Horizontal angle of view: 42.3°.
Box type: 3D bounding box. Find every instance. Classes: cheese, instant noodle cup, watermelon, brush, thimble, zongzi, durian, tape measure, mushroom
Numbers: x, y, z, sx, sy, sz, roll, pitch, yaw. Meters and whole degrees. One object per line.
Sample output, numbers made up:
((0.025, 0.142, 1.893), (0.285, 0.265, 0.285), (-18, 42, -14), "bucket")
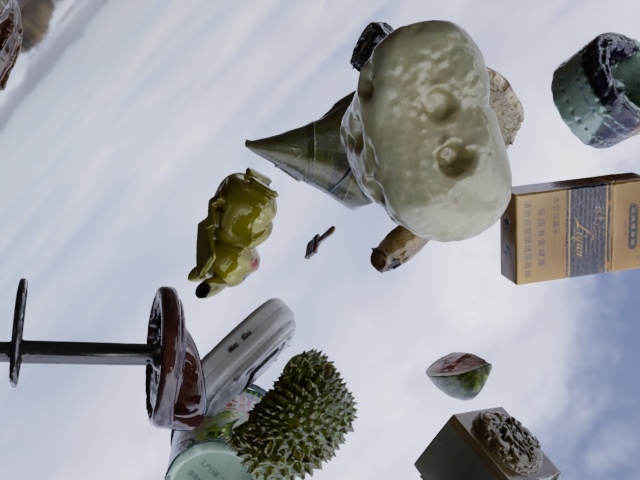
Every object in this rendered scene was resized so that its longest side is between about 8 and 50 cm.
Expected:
((0.137, -0.126, 1.031), (0.173, 0.248, 0.251), (-18, 156, -17), "cheese")
((-0.193, 0.452, 1.654), (0.284, 0.284, 0.312), (-50, -178, 2), "instant noodle cup")
((0.241, 0.246, 1.448), (0.086, 0.069, 0.163), (-25, -175, -11), "watermelon")
((0.000, 0.000, 1.686), (0.170, 0.014, 0.043), (140, -37, -65), "brush")
((0.608, -0.320, 1.747), (0.150, 0.237, 0.237), (-31, -151, 49), "thimble")
((0.009, -0.221, 1.595), (0.125, 0.274, 0.251), (-26, -138, 61), "zongzi")
((-0.046, 0.314, 1.421), (0.237, 0.200, 0.176), (-36, -126, -2), "durian")
((0.085, -0.305, 1.319), (0.091, 0.054, 0.094), (-62, -163, 11), "tape measure")
((0.192, -0.114, 1.247), (0.232, 0.208, 0.302), (-10, -95, 32), "mushroom")

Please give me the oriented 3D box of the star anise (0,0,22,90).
((-0.411, -0.322, 0.925), (0.108, 0.315, 0.315), (-21, -160, -9), "star anise")

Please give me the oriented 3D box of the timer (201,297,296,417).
((-0.149, 0.225, 1.552), (0.237, 0.087, 0.262), (-40, 171, -24), "timer")

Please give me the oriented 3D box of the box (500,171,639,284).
((0.412, -0.022, 1.340), (0.237, 0.152, 0.070), (-6, -164, -8), "box")

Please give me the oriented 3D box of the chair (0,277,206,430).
((-0.351, 0.167, 1.221), (0.226, 0.400, 0.227), (-175, -90, -72), "chair")

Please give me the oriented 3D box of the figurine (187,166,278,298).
((-0.209, -0.006, 1.950), (0.218, 0.169, 0.327), (-115, -139, -71), "figurine")

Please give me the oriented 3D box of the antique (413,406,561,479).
((0.263, 0.352, 1.284), (0.152, 0.146, 0.148), (49, -61, 35), "antique")
